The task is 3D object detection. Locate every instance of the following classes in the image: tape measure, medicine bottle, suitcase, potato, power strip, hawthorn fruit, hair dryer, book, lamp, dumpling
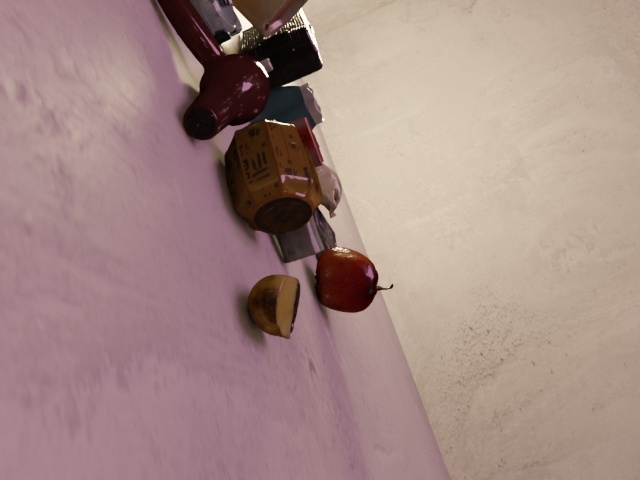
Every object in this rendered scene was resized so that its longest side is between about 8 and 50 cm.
[{"bbox_3d":[-0.280,-0.604,1.224,0.164,0.084,0.330,-90,155,-62],"label":"tape measure"},{"bbox_3d":[-0.215,-0.775,1.471,0.406,0.236,0.236,45,12,-7],"label":"medicine bottle"},{"bbox_3d":[-0.122,-0.594,1.716,0.335,0.229,0.152,-100,166,-56],"label":"suitcase"},{"bbox_3d":[-0.074,0.086,0.789,0.103,0.066,0.096,60,35,-69],"label":"potato"},{"bbox_3d":[0.000,0.000,1.579,0.216,0.061,0.145,53,24,-58],"label":"power strip"},{"bbox_3d":[0.081,0.100,1.342,0.157,0.194,0.157,10,90,-87],"label":"hawthorn fruit"},{"bbox_3d":[-0.228,-0.341,0.942,0.340,0.123,0.312,54,22,-15],"label":"hair dryer"},{"bbox_3d":[-0.248,-0.509,1.430,0.199,0.016,0.138,-99,164,-57],"label":"book"},{"bbox_3d":[-0.084,-0.112,0.973,0.161,0.161,0.185,56,14,-54],"label":"lamp"},{"bbox_3d":[0.006,-0.149,1.577,0.169,0.100,0.134,46,-12,8],"label":"dumpling"}]

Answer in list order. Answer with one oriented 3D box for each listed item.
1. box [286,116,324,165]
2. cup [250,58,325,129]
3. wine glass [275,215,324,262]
[{"bbox_3d":[-0.080,-0.193,1.201,0.060,0.156,0.111,-88,157,-87],"label":"box"},{"bbox_3d":[-0.087,-0.330,1.448,0.167,0.173,0.300,-97,162,-66],"label":"cup"},{"bbox_3d":[-0.071,-0.073,1.130,0.103,0.103,0.231,-49,121,-81],"label":"wine glass"}]
